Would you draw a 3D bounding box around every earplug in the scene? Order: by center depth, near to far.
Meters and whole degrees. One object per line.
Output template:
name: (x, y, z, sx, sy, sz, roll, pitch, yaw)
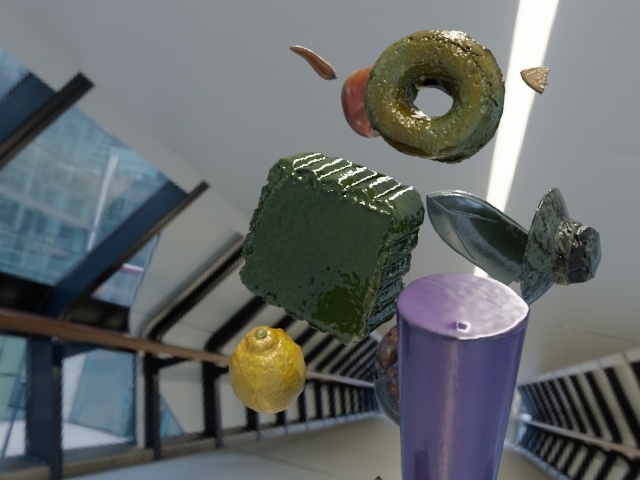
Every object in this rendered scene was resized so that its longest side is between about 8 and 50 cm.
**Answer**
earplug: (0.233, 0.298, 1.377, 0.215, 0.455, 0.215, -1, 26, 0)

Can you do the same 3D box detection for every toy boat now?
toy boat: (0.372, -0.020, 1.850, 0.320, 0.141, 0.092, 33, 16, -16)

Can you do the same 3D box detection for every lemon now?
lemon: (-0.096, 0.234, 1.437, 0.142, 0.142, 0.187, 10, -48, 21)

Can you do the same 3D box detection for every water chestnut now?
water chestnut: (0.247, 0.333, 1.936, 0.289, 0.289, 0.244, 20, -43, -40)

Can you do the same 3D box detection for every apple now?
apple: (0.141, -0.358, 1.995, 0.199, 0.199, 0.199, 13, -8, 2)

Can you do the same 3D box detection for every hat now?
hat: (0.525, 0.024, 1.682, 0.128, 0.265, 0.265, 12, -8, 28)

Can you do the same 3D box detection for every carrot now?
carrot: (-0.014, -0.409, 1.813, 0.142, 0.035, 0.035, 33, -17, -31)

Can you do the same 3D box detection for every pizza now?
pizza: (0.555, -0.414, 2.017, 0.083, 0.078, 0.025, 52, -11, 15)

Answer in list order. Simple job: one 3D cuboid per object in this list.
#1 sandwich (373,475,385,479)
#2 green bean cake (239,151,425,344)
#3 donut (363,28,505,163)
sandwich: (0.126, 0.508, 1.386, 0.163, 0.113, 0.079, 44, 1, -25)
green bean cake: (0.030, 0.009, 1.592, 0.319, 0.335, 0.218, 28, 27, 20)
donut: (0.201, -0.266, 1.458, 0.272, 0.272, 0.107, 10, 9, 21)
